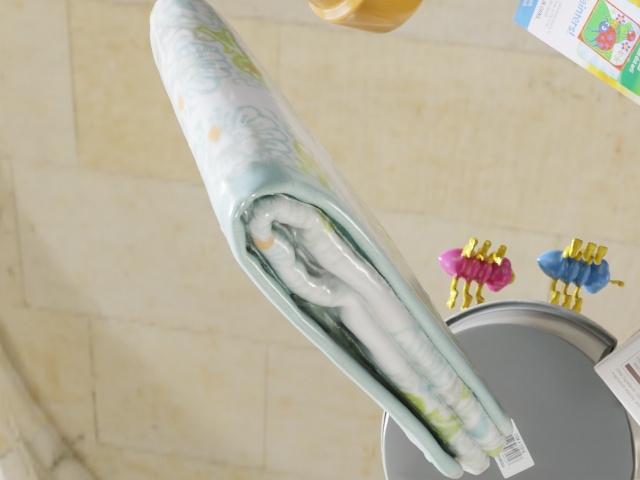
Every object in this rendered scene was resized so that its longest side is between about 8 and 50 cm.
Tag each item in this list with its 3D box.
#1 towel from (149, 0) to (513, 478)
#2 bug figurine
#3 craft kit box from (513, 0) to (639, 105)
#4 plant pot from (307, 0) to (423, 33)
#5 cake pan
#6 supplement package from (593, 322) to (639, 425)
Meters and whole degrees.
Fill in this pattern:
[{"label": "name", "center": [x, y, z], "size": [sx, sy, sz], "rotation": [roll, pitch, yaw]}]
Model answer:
[{"label": "towel", "center": [0.000, 0.000, 1.228], "size": [0.090, 0.374, 0.320], "rotation": [-36, -143, 3]}, {"label": "bug figurine", "center": [0.210, 0.103, 1.709], "size": [0.216, 0.279, 0.072], "rotation": [19, -165, -14]}, {"label": "craft kit box", "center": [0.297, -0.217, 1.189], "size": [0.246, 0.250, 0.061], "rotation": [41, -132, 23]}, {"label": "plant pot", "center": [-0.009, -0.303, 1.338], "size": [0.187, 0.205, 0.205], "rotation": [9, -148, -26]}, {"label": "cake pan", "center": [0.187, 0.204, 1.459], "size": [0.293, 0.293, 0.054], "rotation": [21, -173, 22]}, {"label": "supplement package", "center": [0.351, 0.149, 1.147], "size": [0.262, 0.145, 0.204], "rotation": [52, -170, 8]}]
